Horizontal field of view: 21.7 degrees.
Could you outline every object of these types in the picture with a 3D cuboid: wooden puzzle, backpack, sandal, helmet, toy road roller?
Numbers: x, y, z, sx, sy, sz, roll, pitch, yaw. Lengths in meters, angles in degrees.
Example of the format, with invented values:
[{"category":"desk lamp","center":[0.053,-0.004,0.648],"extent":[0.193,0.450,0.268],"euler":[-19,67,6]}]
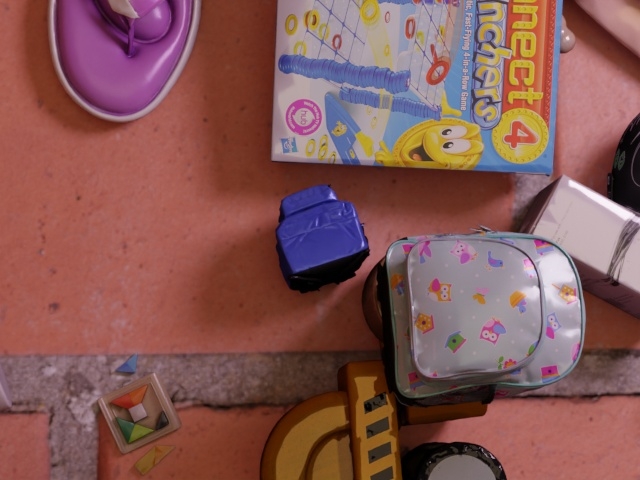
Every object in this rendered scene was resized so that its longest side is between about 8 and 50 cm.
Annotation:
[{"category":"wooden puzzle","center":[-0.195,0.187,1.803],"extent":[0.078,0.014,0.116],"euler":[-32,86,-7]},{"category":"backpack","center":[0.156,0.069,1.575],"extent":[0.188,0.144,0.166],"euler":[-3,78,-7]},{"category":"sandal","center":[-0.194,-0.337,1.822],"extent":[0.169,0.102,0.416],"euler":[15,82,-2]},{"category":"backpack","center":[0.000,0.000,1.788],"extent":[0.098,0.120,0.101],"euler":[-13,75,-3]},{"category":"helmet","center":[0.405,-0.080,1.808],"extent":[0.169,0.169,0.161],"euler":[27,92,-1]},{"category":"toy road roller","center":[0.052,0.169,1.728],"extent":[0.241,0.202,0.329],"euler":[-4,83,-5]}]

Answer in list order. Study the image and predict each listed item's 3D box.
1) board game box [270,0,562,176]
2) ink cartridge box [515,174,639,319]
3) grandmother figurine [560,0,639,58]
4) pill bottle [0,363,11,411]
[{"category":"board game box","center":[0.105,-0.229,1.793],"extent":[0.302,0.086,0.308],"euler":[2,95,4]},{"category":"ink cartridge box","center":[0.312,0.015,1.798],"extent":[0.191,0.139,0.082],"euler":[30,83,0]},{"category":"grandmother figurine","center":[0.306,-0.311,1.860],"extent":[0.342,0.104,0.208],"euler":[34,73,-2]},{"category":"pill bottle","center":[-0.436,0.171,1.735],"extent":[0.215,0.117,0.117],"euler":[-19,85,-6]}]
